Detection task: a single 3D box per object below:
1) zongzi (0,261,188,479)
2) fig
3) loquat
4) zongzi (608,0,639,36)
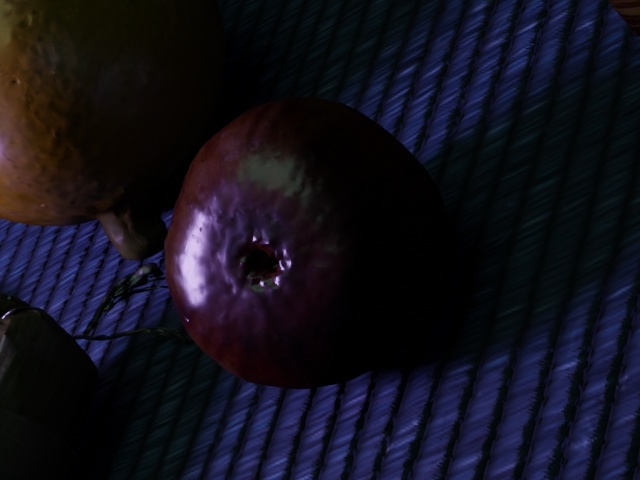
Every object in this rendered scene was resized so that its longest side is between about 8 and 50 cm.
[{"bbox_3d":[-0.381,0.167,1.353,0.418,0.181,0.447,10,66,34],"label":"zongzi"},{"bbox_3d":[-0.007,0.006,1.168,0.235,0.214,0.235,-5,72,15],"label":"fig"},{"bbox_3d":[-0.244,-0.144,1.427,0.328,0.328,0.359,-25,86,27],"label":"loquat"},{"bbox_3d":[0.359,-0.199,1.041,0.286,0.134,0.288,-39,49,23],"label":"zongzi"}]
